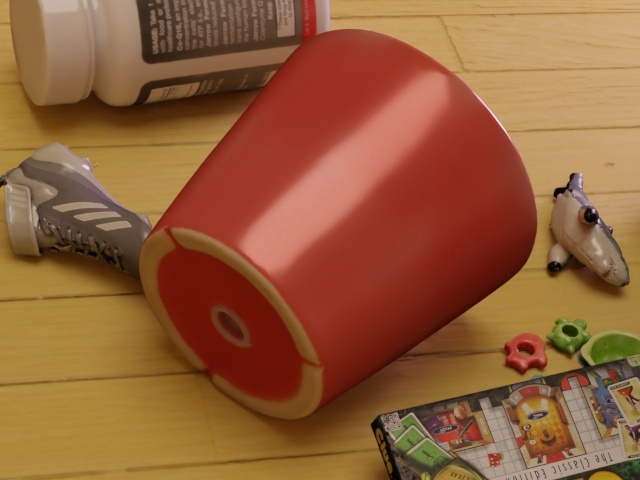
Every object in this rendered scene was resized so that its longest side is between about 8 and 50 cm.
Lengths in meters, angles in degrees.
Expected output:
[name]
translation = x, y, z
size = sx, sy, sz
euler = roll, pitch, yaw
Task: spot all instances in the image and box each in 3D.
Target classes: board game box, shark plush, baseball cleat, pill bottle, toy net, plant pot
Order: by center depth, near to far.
[board game box]
translation = 0.181, 0.178, 1.423
size = 0.260, 0.030, 0.136
euler = -11, 70, -21
[plant pot]
translation = 0.000, 0.000, 1.467
size = 0.275, 0.275, 0.243
euler = 32, 56, 22
[toy net]
translation = 0.177, 0.127, 1.501
size = 0.232, 0.045, 0.122
euler = -24, 53, -33
[baseball cleat]
translation = -0.208, -0.001, 1.558
size = 0.109, 0.072, 0.206
euler = -35, 55, -20
[shark plush]
translation = 0.250, -0.010, 1.687
size = 0.067, 0.073, 0.161
euler = 22, 18, -16
[pill bottle]
translation = -0.149, -0.218, 1.725
size = 0.283, 0.161, 0.161
euler = -10, 46, -22
